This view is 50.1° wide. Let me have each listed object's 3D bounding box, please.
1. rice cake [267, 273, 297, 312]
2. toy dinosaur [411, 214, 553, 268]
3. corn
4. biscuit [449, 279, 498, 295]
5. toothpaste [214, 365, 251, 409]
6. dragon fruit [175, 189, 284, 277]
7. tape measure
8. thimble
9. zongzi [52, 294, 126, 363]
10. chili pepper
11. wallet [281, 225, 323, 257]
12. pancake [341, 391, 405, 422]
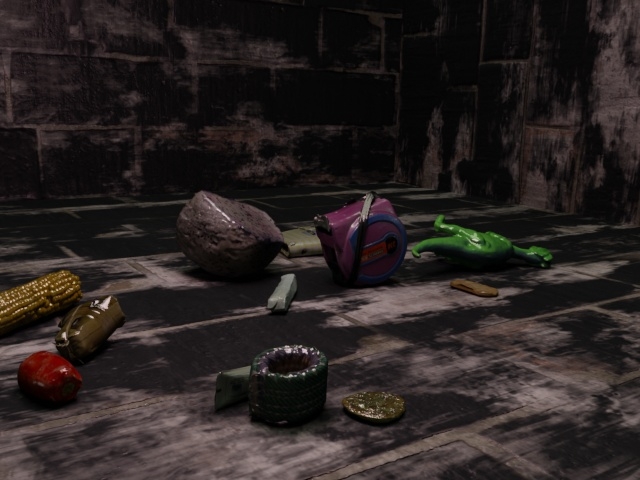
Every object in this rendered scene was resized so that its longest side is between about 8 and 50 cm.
[{"bbox_3d":[-0.090,0.128,1.683,0.045,0.042,0.245,-9,9,7],"label":"rice cake"},{"bbox_3d":[0.485,0.059,2.016,0.374,0.144,0.500,18,19,16],"label":"toy dinosaur"},{"bbox_3d":[-0.625,0.135,1.465,0.096,0.097,0.320,6,14,19],"label":"corn"},{"bbox_3d":[0.410,0.126,1.830,0.071,0.019,0.147,-3,11,-35],"label":"biscuit"},{"bbox_3d":[-0.095,0.230,1.157,0.041,0.064,0.218,17,14,38],"label":"toothpaste"},{"bbox_3d":[-0.250,0.012,1.895,0.221,0.204,0.283,43,16,30],"label":"dragon fruit"},{"bbox_3d":[0.113,-0.004,1.860,0.231,0.246,0.149,-23,23,-27],"label":"tape measure"},{"bbox_3d":[-0.049,0.226,1.083,0.118,0.090,0.135,5,13,20],"label":"thimble"},{"bbox_3d":[-0.493,0.189,1.318,0.177,0.081,0.189,-17,18,24],"label":"zongzi"},{"bbox_3d":[-0.441,0.222,1.116,0.123,0.071,0.073,9,-3,41],"label":"chili pepper"},{"bbox_3d":[0.000,0.000,2.279,0.309,0.077,0.223,-4,16,-23],"label":"wallet"},{"bbox_3d":[0.088,0.265,1.099,0.107,0.017,0.108,5,12,-1],"label":"pancake"}]
